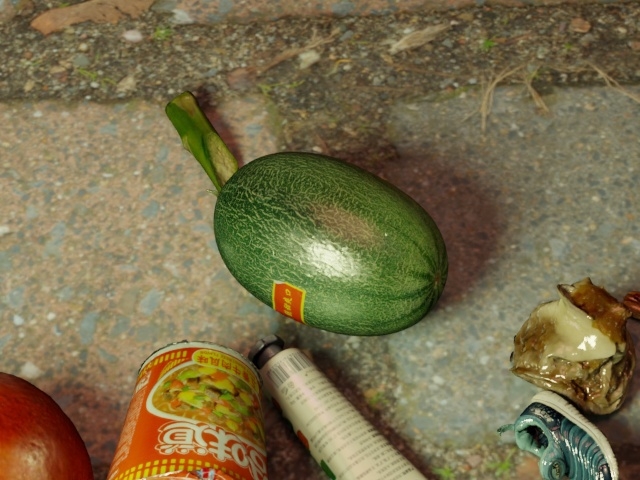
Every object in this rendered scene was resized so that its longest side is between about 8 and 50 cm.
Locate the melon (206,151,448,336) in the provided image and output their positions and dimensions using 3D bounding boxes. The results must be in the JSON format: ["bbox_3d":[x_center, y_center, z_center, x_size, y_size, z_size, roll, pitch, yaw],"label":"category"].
[{"bbox_3d":[0.000,0.000,1.844,0.288,0.182,0.182,27,56,22],"label":"melon"}]

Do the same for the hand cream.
[{"bbox_3d":[0.021,0.203,1.756,0.095,0.059,0.276,-30,59,-22],"label":"hand cream"}]

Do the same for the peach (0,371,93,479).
[{"bbox_3d":[-0.339,0.258,1.609,0.281,0.238,0.281,21,54,-32],"label":"peach"}]

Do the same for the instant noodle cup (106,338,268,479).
[{"bbox_3d":[-0.127,0.213,1.679,0.193,0.193,0.212,0,42,3],"label":"instant noodle cup"}]

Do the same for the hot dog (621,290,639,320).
[{"bbox_3d":[0.367,0.077,1.863,0.083,0.021,0.037,19,54,20],"label":"hot dog"}]

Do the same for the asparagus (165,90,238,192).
[{"bbox_3d":[-0.133,-0.108,2.035,0.045,0.041,0.178,-28,54,-9],"label":"asparagus"}]

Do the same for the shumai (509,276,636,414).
[{"bbox_3d":[0.266,0.098,1.788,0.146,0.116,0.145,-2,51,3],"label":"shumai"}]

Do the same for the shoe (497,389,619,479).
[{"bbox_3d":[0.246,0.214,1.725,0.071,0.064,0.143,-29,51,-21],"label":"shoe"}]
